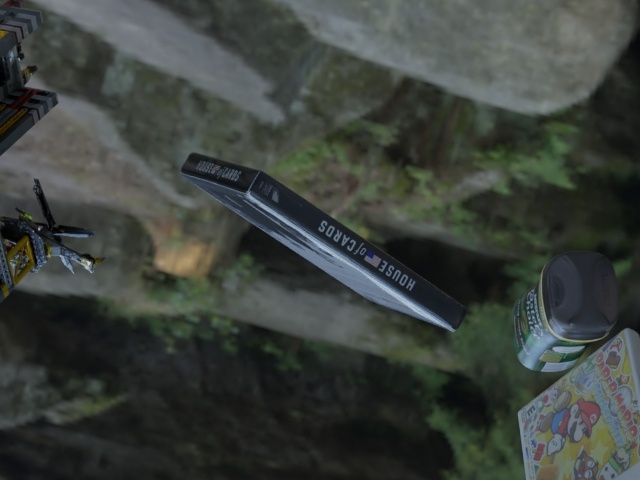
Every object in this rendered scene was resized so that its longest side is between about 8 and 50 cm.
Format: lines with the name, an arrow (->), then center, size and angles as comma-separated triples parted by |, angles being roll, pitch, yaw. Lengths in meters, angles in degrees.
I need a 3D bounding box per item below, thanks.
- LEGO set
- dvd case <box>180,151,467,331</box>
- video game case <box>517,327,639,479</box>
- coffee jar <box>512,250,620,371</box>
LEGO set -> -0.353, -0.089, 1.349 | 0.254, 0.331, 0.192 | 5, -144, 26
dvd case -> 0.000, 0.000, 1.324 | 0.238, 0.030, 0.179 | 33, 174, -25
video game case -> 0.326, 0.247, 1.792 | 0.026, 0.206, 0.227 | 28, -142, -24
coffee jar -> 0.264, 0.077, 1.591 | 0.079, 0.096, 0.184 | 0, 161, -7
